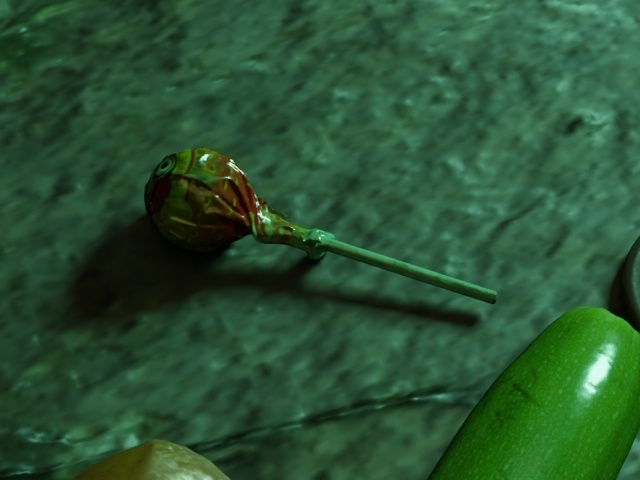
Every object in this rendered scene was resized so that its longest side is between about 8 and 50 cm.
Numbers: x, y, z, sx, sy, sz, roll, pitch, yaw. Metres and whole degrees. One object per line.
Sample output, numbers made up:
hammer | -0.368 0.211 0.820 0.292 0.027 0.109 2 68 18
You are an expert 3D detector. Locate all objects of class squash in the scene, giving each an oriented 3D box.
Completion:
squash | 0.081 0.143 0.804 0.082 0.082 0.292 28 64 14

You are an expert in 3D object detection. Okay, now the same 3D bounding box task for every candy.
candy | 0.000 0.000 0.906 0.201 0.060 0.060 19 62 1

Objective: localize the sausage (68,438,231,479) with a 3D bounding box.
sausage | -0.143 0.200 0.757 0.274 0.105 0.105 -40 69 -21

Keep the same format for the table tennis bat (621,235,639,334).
table tennis bat | 0.226 0.028 0.851 0.107 0.119 0.170 -14 60 -9
